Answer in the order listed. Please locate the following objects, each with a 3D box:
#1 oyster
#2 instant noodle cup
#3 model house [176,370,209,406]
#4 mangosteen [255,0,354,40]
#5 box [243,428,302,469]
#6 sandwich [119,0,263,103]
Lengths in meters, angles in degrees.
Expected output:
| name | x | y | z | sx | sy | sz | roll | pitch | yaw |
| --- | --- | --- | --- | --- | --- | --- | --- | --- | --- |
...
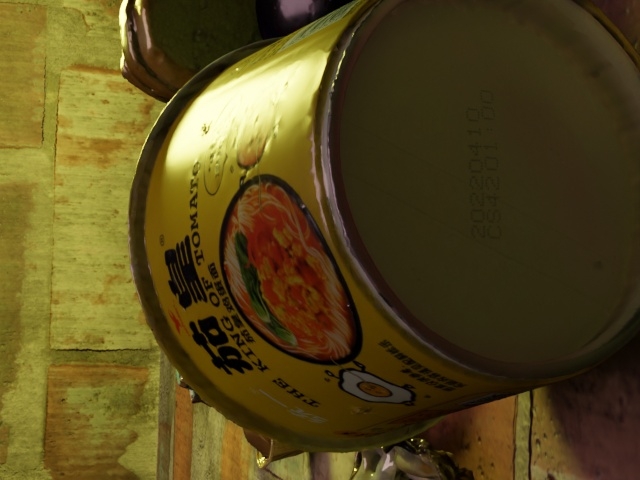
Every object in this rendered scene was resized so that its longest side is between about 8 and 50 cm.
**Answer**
| name | x | y | z | sx | sy | sz | roll | pitch | yaw |
| --- | --- | --- | --- | --- | --- | --- | --- | --- | --- |
| oyster | 0.085 | 0.257 | 0.963 | 0.214 | 0.083 | 0.223 | 128 | 136 | -70 |
| instant noodle cup | 0.060 | -0.022 | 0.714 | 0.254 | 0.326 | 0.325 | 157 | 115 | -63 |
| model house | -0.161 | 0.236 | 1.784 | 0.119 | 0.148 | 0.148 | -120 | 22 | -55 |
| mangosteen | 0.040 | -0.250 | 1.051 | 0.230 | 0.194 | 0.194 | -66 | 6 | -25 |
| box | -0.063 | 0.218 | 1.463 | 0.111 | 0.111 | 0.177 | 122 | 147 | -61 |
| sandwich | -0.073 | -0.236 | 1.148 | 0.095 | 0.273 | 0.249 | -16 | 58 | 58 |
